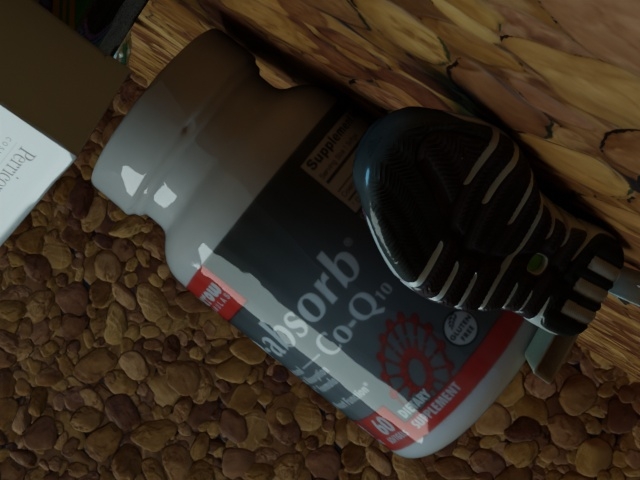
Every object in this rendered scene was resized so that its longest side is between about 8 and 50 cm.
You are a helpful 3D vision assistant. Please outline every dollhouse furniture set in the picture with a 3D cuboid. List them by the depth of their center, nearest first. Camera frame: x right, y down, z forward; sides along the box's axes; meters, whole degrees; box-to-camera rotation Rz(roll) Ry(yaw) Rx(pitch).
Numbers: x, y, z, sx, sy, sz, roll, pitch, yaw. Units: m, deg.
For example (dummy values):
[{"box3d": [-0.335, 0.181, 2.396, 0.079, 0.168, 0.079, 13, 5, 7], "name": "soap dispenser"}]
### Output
[{"box3d": [0.223, 0.071, 0.754, 0.081, 0.114, 0.091, 26, 174, 45], "name": "dollhouse furniture set"}]

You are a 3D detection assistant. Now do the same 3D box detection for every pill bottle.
[{"box3d": [0.000, 0.000, 0.847, 0.363, 0.210, 0.210, 39, 180, -3], "name": "pill bottle"}]

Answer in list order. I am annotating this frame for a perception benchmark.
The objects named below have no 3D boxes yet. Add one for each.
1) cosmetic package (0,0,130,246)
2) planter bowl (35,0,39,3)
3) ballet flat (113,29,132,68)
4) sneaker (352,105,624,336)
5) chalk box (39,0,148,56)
[{"box3d": [-0.344, -0.072, 0.663, 0.284, 0.097, 0.377, 34, 135, -20], "name": "cosmetic package"}, {"box3d": [-0.264, -0.217, 0.656, 0.162, 0.162, 0.109, 32, 153, -4], "name": "planter bowl"}, {"box3d": [-0.405, -0.329, 1.202, 0.409, 0.147, 0.147, 29, -179, -13], "name": "ballet flat"}, {"box3d": [0.077, -0.024, 0.666, 0.162, 0.106, 0.281, 36, -176, 43], "name": "sneaker"}, {"box3d": [-0.301, -0.148, 0.833, 0.179, 0.289, 0.180, 32, 180, -4], "name": "chalk box"}]
